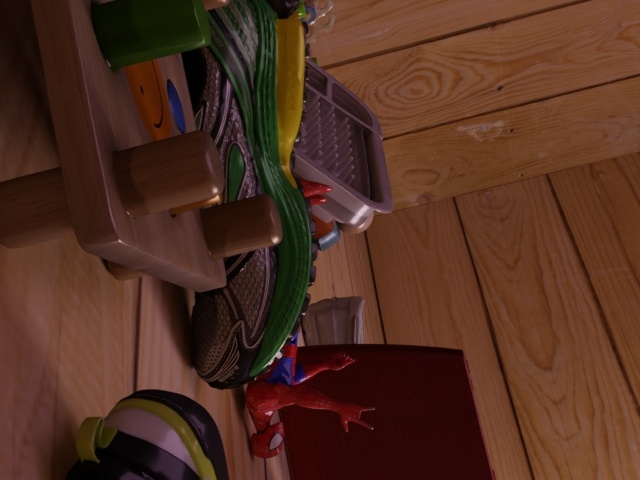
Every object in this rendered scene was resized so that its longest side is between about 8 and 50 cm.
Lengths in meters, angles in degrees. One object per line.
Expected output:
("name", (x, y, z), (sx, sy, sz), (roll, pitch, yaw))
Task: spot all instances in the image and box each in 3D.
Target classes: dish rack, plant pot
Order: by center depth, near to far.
("dish rack", (-0.048, -0.151, 1.226), (0.285, 0.072, 0.333), (35, 22, -19))
("plant pot", (0.096, 0.268, 1.317), (0.267, 0.235, 0.267), (62, 16, -70))

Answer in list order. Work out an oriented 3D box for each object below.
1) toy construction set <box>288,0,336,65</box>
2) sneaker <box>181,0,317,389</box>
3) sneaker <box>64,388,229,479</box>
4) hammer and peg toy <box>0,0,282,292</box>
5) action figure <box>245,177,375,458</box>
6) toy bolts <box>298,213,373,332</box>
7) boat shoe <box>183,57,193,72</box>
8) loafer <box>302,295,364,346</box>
("toy construction set", (-0.062, -0.332, 1.734), (0.328, 0.151, 0.215), (-56, 132, -68))
("sneaker", (-0.097, -0.044, 0.860), (0.134, 0.146, 0.344), (2, -84, 53))
("sneaker", (-0.092, 0.198, 0.576), (0.097, 0.084, 0.235), (-39, 117, -57))
("hammer and peg toy", (-0.128, -0.153, 0.656), (0.266, 0.127, 0.362), (48, 29, -78))
("action figure", (0.000, 0.089, 1.044), (0.091, 0.139, 0.281), (106, -3, -80))
("toy bolts", (0.000, 0.000, 1.395), (0.228, 0.158, 0.218), (-50, 126, -83))
("boat shoe", (-0.106, -0.104, 0.986), (0.268, 0.096, 0.088), (80, 30, -45))
("loafer", (0.057, 0.245, 1.605), (0.112, 0.111, 0.320), (-3, 80, -84))
